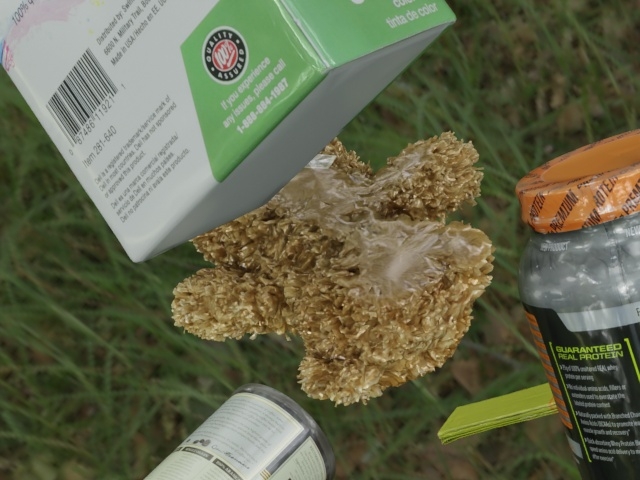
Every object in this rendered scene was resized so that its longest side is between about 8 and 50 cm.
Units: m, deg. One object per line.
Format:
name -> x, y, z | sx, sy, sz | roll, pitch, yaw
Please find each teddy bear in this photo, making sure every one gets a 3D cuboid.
teddy bear -> 0.000, 0.000, 1.079 | 0.338, 0.113, 0.245 | 23, 52, 38

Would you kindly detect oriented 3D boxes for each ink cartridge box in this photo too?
ink cartridge box -> -0.093, -0.161, 0.788 | 0.278, 0.117, 0.201 | 55, 135, 7

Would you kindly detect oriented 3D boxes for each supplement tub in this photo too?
supplement tub -> 0.257, 0.085, 1.033 | 0.193, 0.316, 0.193 | -19, 11, 4

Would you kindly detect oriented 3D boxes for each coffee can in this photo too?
coffee can -> -0.139, 0.370, 2.147 | 0.201, 0.201, 0.275 | 19, 45, 35

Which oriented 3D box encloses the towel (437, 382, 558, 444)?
towel -> 0.263, 0.199, 1.787 | 0.237, 0.102, 0.021 | -18, 96, 24
